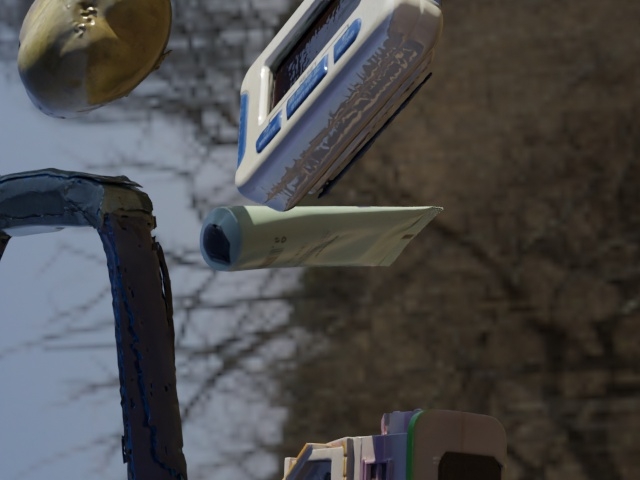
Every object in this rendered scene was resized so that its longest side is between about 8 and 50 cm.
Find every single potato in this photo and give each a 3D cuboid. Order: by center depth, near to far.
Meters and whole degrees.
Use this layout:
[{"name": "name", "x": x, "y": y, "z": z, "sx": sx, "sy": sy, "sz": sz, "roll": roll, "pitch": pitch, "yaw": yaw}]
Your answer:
[{"name": "potato", "x": -0.250, "y": -0.220, "z": 1.998, "sx": 0.191, "sy": 0.141, "sz": 0.296, "roll": -55, "pitch": 21, "yaw": -4}]

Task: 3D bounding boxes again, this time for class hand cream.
[{"name": "hand cream", "x": 0.000, "y": 0.000, "z": 2.033, "sx": 0.109, "sy": 0.321, "sz": 0.067, "roll": -49, "pitch": 57, "yaw": 34}]

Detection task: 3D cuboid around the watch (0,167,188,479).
[{"name": "watch", "x": -0.221, "y": 0.092, "z": 1.310, "sx": 0.068, "sy": 0.276, "sz": 0.274, "roll": 6, "pitch": -104, "yaw": -59}]

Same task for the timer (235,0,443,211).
[{"name": "timer", "x": 0.019, "y": -0.153, "z": 1.594, "sx": 0.253, "sy": 0.078, "sz": 0.178, "roll": -48, "pitch": 26, "yaw": 36}]

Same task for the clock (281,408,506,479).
[{"name": "clock", "x": 0.067, "y": 0.322, "z": 2.126, "sx": 0.309, "sy": 0.166, "sz": 0.235, "roll": -12, "pitch": 72, "yaw": 52}]
